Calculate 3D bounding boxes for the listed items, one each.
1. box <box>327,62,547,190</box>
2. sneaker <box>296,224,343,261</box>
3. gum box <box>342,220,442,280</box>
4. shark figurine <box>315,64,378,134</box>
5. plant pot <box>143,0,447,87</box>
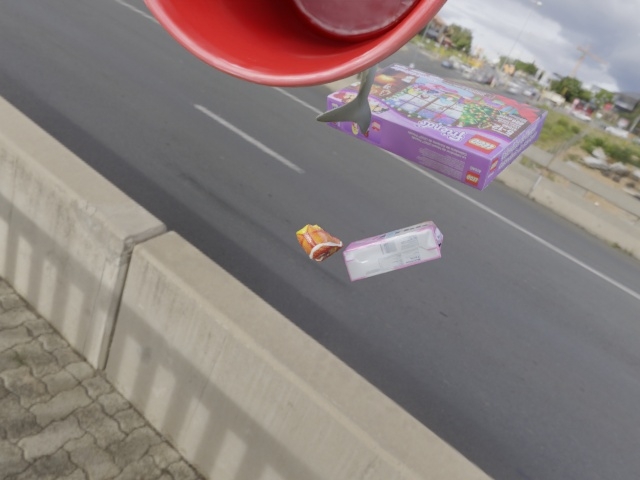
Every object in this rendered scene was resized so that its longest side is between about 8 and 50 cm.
[{"bbox_3d":[0.184,-0.201,0.767,0.293,0.057,0.201,30,50,29],"label":"box"},{"bbox_3d":[0.000,0.000,0.887,0.067,0.064,0.175,56,2,11],"label":"sneaker"},{"bbox_3d":[0.148,0.017,0.930,0.188,0.062,0.107,-16,6,15],"label":"gum box"},{"bbox_3d":[0.047,-0.293,0.622,0.116,0.166,0.278,-32,101,-54],"label":"shark figurine"},{"bbox_3d":[0.008,-0.275,0.410,0.275,0.275,0.243,27,25,8],"label":"plant pot"}]
